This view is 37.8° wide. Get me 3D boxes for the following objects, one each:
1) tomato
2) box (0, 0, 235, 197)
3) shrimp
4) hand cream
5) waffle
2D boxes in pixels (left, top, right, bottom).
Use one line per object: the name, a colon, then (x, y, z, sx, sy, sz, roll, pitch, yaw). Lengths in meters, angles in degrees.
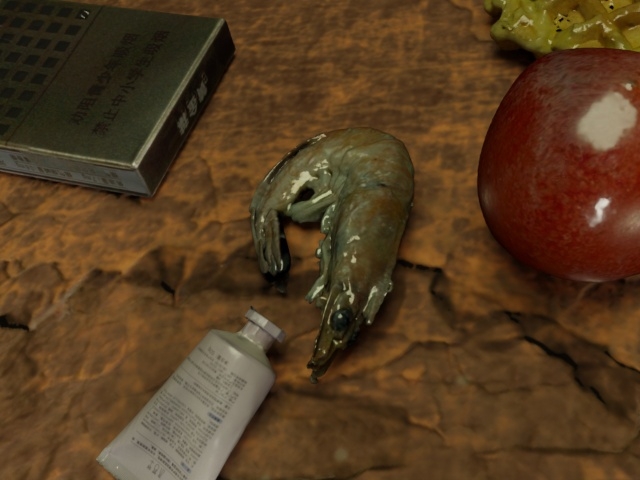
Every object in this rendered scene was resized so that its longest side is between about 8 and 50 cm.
tomato: (0.178, -0.052, 0.603, 0.167, 0.167, 0.167, -6, 53, 8)
box: (-0.257, -0.141, 0.833, 0.325, 0.047, 0.180, 10, 57, 21)
shrimp: (0.000, 0.000, 0.669, 0.126, 0.047, 0.223, -1, 49, 19)
hand cream: (-0.075, 0.108, 0.610, 0.084, 0.053, 0.142, 31, 81, 31)
waffle: (0.270, -0.221, 0.768, 0.262, 0.060, 0.280, 24, 64, 24)
